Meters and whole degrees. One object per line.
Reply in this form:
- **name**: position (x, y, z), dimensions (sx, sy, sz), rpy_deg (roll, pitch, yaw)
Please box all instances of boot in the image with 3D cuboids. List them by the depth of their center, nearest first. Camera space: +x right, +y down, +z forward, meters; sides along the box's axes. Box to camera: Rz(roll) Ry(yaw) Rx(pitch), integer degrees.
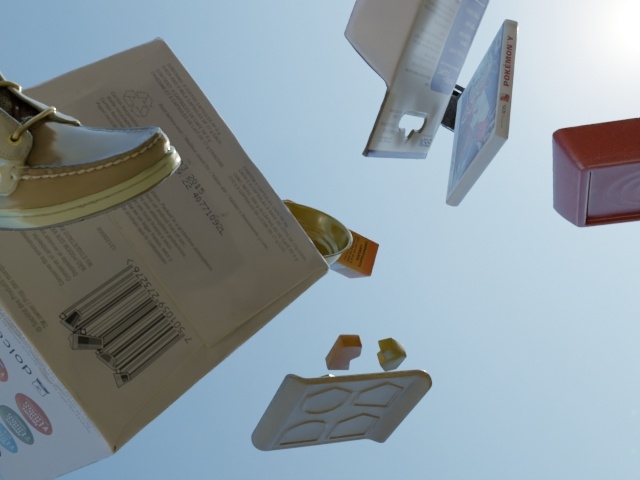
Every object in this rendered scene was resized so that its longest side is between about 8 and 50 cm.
- **boot**: position (-0.194, -0.093, 0.445), dimensions (0.077, 0.213, 0.165), rpy_deg (-60, -36, -60)

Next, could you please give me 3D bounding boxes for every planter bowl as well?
- **planter bowl**: position (-0.060, 0.016, 1.336), dimensions (0.217, 0.217, 0.090), rpy_deg (-8, -59, -36)

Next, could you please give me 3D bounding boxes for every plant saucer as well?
- **plant saucer**: position (0.432, -0.082, 1.005), dimensions (0.258, 0.258, 0.048), rpy_deg (51, -144, -64)

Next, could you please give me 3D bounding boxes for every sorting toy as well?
- **sorting toy**: position (0.043, 0.222, 1.161), dimensions (0.229, 0.307, 0.041), rpy_deg (4, -131, -23)

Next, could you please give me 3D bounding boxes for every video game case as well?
- **video game case**: position (0.218, -0.169, 1.079), dimensions (0.023, 0.201, 0.184), rpy_deg (13, -114, -5)

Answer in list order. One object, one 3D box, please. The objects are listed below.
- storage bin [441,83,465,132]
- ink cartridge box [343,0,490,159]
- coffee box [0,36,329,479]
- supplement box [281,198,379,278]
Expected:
- **storage bin**: position (0.278, -0.272, 1.634), dimensions (0.084, 0.122, 0.180), rpy_deg (-60, -25, 10)
- **ink cartridge box**: position (0.113, -0.252, 0.679), dimensions (0.175, 0.069, 0.371), rpy_deg (-11, -57, -65)
- **coffee box**: position (-0.272, 0.034, 0.902), dimensions (0.338, 0.334, 0.338), rpy_deg (-39, -85, -42)
- **supplement box**: position (0.000, 0.000, 1.563), dimensions (0.233, 0.080, 0.078), rpy_deg (24, -106, -26)
